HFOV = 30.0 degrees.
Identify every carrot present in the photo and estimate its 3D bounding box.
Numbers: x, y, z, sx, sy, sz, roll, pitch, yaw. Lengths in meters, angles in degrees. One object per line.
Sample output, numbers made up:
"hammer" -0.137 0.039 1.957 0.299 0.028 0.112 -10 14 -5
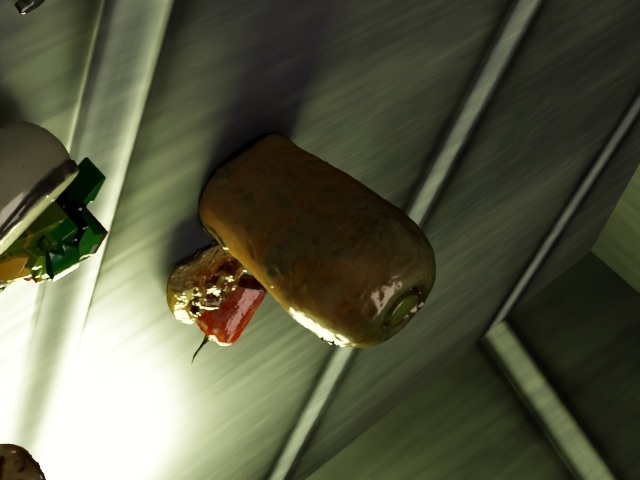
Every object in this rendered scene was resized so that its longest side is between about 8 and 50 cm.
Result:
"carrot" 0.000 0.000 1.752 0.224 0.340 0.224 -38 154 -23

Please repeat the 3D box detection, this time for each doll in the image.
"doll" -0.340 -0.004 1.409 0.186 0.106 0.134 -33 160 -28

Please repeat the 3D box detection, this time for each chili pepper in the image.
"chili pepper" -0.167 0.137 2.041 0.192 0.084 0.086 -54 142 8

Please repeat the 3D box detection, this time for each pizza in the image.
"pizza" -0.161 0.059 1.922 0.194 0.069 0.154 -38 157 -16

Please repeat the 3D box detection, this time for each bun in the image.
"bun" -0.353 -0.058 1.268 0.173 0.120 0.173 -47 -173 7

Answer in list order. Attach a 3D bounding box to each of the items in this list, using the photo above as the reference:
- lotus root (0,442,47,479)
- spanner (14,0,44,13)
"lotus root" -0.516 0.404 1.807 0.188 0.199 0.180 6 171 -20
"spanner" -0.211 -0.316 1.210 0.254 0.015 0.054 -41 158 -13
